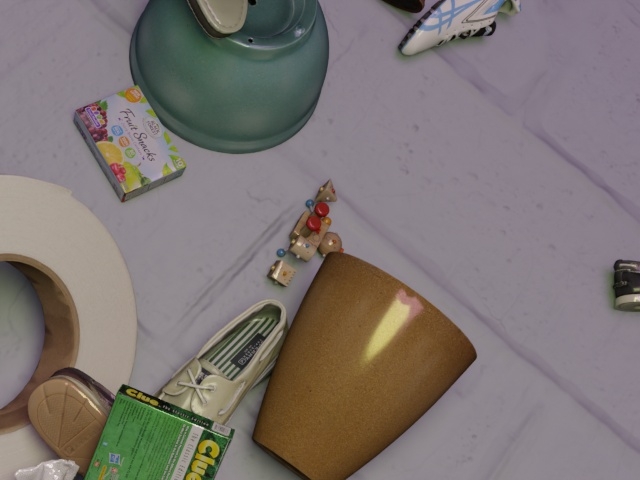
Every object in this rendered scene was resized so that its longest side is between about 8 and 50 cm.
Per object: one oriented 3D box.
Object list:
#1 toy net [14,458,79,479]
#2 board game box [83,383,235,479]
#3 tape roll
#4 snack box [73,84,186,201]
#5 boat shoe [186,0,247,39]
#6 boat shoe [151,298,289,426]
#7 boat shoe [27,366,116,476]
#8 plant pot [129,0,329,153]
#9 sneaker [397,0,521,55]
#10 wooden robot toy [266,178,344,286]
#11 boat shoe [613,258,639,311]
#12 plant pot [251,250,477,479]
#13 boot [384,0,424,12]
[{"bbox_3d":[-0.354,0.332,1.286,0.232,0.122,0.045,-35,42,6],"label":"toy net"},{"bbox_3d":[-0.203,0.297,1.275,0.136,0.030,0.260,24,106,0],"label":"board game box"},{"bbox_3d":[-0.382,0.114,1.317,0.392,0.072,0.392,-8,101,-45],"label":"tape roll"},{"bbox_3d":[-0.265,-0.136,1.600,0.100,0.037,0.141,-27,78,-27],"label":"snack box"},{"bbox_3d":[-0.157,-0.351,1.493,0.081,0.068,0.228,0,63,-38],"label":"boat shoe"},{"bbox_3d":[-0.148,0.185,1.460,0.109,0.094,0.302,30,56,18],"label":"boat shoe"},{"bbox_3d":[-0.220,0.260,1.331,0.285,0.103,0.092,50,19,-10],"label":"boat shoe"},{"bbox_3d":[-0.113,-0.297,1.628,0.293,0.196,0.293,6,67,-14],"label":"plant pot"},{"bbox_3d":[0.225,-0.349,1.820,0.237,0.085,0.086,-33,88,-23],"label":"sneaker"},{"bbox_3d":[0.000,0.000,1.613,0.079,0.076,0.173,36,62,-13],"label":"wooden robot toy"},{"bbox_3d":[0.555,0.064,1.750,0.233,0.084,0.079,1,68,-14],"label":"boat shoe"},{"bbox_3d":[0.034,0.185,1.473,0.237,0.237,0.254,36,76,-1],"label":"plant pot"},{"bbox_3d":[0.102,-0.460,1.828,0.219,0.082,0.106,41,65,4],"label":"boot"}]
